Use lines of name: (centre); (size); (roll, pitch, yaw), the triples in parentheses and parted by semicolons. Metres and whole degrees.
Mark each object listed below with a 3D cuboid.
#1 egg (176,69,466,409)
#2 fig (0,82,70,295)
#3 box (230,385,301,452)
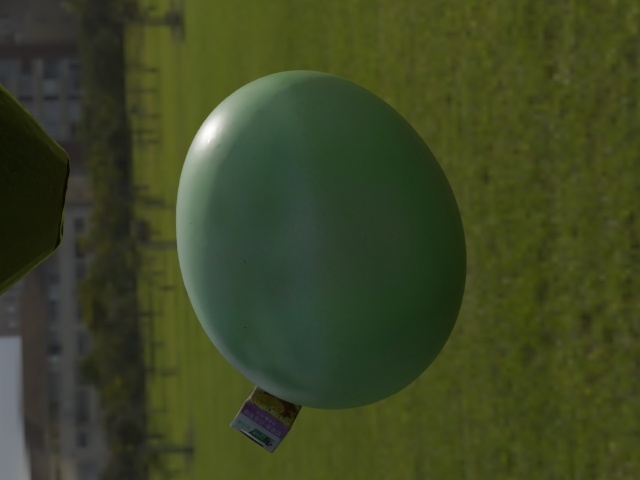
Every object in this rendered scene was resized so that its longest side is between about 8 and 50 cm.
egg: (0.000, 0.000, 1.273); (0.220, 0.220, 0.269); (-119, 13, -75)
fig: (-0.253, -0.034, 0.844); (0.207, 0.230, 0.207); (58, 168, 20)
box: (-0.026, 0.125, 1.582); (0.041, 0.050, 0.207); (-54, 2, 33)
